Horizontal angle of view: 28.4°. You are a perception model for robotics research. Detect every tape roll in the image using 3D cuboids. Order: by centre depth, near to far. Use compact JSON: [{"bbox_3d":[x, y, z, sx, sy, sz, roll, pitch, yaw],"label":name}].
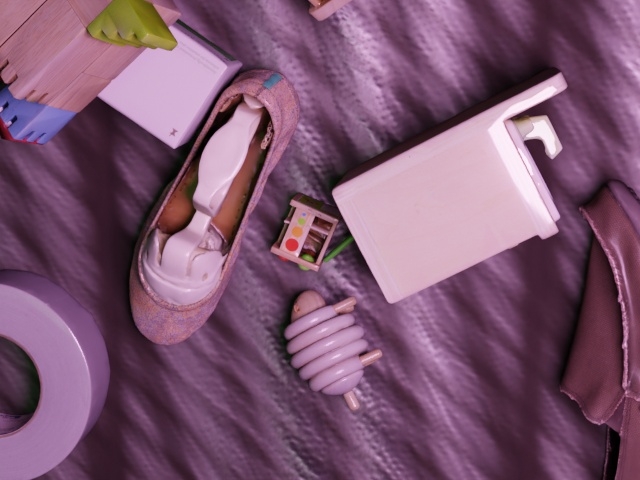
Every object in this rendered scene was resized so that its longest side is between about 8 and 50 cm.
[{"bbox_3d":[-0.339,0.144,1.345,0.219,0.072,0.219,1,100,7],"label":"tape roll"}]

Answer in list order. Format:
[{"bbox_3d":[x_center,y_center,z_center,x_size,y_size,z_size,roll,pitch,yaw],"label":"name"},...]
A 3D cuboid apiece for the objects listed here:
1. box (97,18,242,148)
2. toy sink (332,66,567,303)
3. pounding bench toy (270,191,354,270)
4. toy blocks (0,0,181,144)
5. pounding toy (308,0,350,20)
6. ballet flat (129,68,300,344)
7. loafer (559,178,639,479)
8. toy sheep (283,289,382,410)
[{"bbox_3d":[-0.151,-0.162,1.255,0.101,0.087,0.102,35,103,0],"label":"box"},{"bbox_3d":[0.148,-0.052,1.204,0.234,0.153,0.131,-27,96,10],"label":"toy sink"},{"bbox_3d":[0.000,0.000,1.283,0.083,0.052,0.065,23,103,3],"label":"pounding bench toy"},{"bbox_3d":[-0.315,-0.244,1.196,0.261,0.191,0.381,-40,72,19],"label":"toy blocks"},{"bbox_3d":[0.098,-0.272,1.151,0.269,0.154,0.155,-24,133,33],"label":"pounding toy"},{"bbox_3d":[-0.121,-0.028,1.266,0.107,0.106,0.316,24,103,1],"label":"ballet flat"},{"bbox_3d":[0.295,0.125,1.225,0.130,0.134,0.366,-12,99,9],"label":"loafer"},{"bbox_3d":[0.010,0.111,1.287,0.091,0.091,0.132,-29,77,12],"label":"toy sheep"}]
